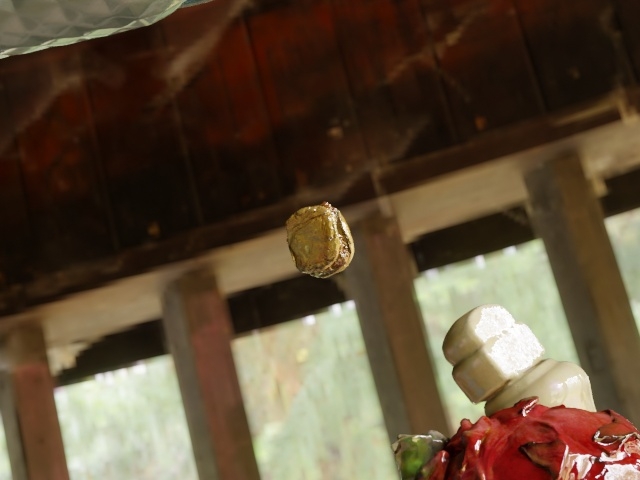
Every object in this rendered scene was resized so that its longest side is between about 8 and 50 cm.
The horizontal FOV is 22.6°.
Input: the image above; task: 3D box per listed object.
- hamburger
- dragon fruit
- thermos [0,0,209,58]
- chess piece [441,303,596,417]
[{"bbox_3d":[0.000,0.000,1.836,0.076,0.083,0.044,-19,-14,32],"label":"hamburger"},{"bbox_3d":[0.154,0.193,1.127,0.209,0.172,0.172,0,-18,7],"label":"dragon fruit"},{"bbox_3d":[-0.181,-0.236,1.345,0.286,0.145,0.182,-8,-18,12],"label":"thermos"},{"bbox_3d":[0.238,0.217,1.295,0.117,0.397,0.117,-36,-8,-6],"label":"chess piece"}]
